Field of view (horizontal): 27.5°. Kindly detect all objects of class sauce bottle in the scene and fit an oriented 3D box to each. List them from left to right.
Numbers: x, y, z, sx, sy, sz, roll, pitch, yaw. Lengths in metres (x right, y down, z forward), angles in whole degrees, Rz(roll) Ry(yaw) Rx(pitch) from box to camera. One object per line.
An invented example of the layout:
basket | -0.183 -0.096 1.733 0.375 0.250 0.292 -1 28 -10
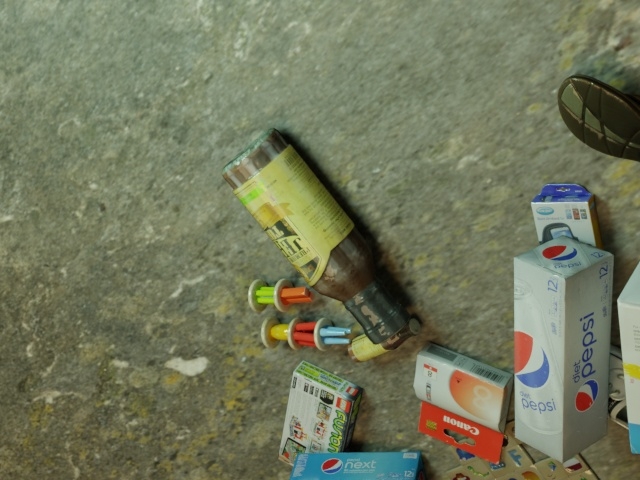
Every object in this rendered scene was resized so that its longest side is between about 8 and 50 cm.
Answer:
sauce bottle | 0.000 0.000 1.893 0.344 0.111 0.111 51 132 -6
sauce bottle | 0.097 0.150 1.978 0.128 0.042 0.042 -25 104 42

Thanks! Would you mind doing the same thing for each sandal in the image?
sandal | 0.392 -0.144 1.596 0.219 0.060 0.090 21 136 1

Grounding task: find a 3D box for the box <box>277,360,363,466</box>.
box | -0.002 0.303 2.145 0.114 0.036 0.207 24 129 16

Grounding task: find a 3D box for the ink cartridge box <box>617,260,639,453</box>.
ink cartridge box | 0.484 0.137 1.643 0.168 0.171 0.233 5 123 29

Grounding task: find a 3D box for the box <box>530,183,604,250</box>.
box | 0.330 -0.010 1.738 0.081 0.028 0.136 0 121 32

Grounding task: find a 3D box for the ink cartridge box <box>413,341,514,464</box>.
ink cartridge box | 0.208 0.255 1.972 0.145 0.045 0.179 20 124 24

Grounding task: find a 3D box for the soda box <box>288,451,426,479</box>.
soda box | 0.061 0.389 2.107 0.210 0.067 0.071 -3 124 17

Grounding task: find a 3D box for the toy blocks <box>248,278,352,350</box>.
toy blocks | -0.028 0.115 2.024 0.148 0.054 0.123 -1 119 32

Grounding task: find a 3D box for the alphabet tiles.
alphabet tiles | 0.312 0.369 2.014 0.237 0.009 0.198 -31 101 41

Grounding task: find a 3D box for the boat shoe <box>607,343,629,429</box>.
boat shoe | 0.416 0.210 1.798 0.226 0.076 0.083 28 130 13

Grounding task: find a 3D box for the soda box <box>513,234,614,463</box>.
soda box | 0.320 0.145 1.734 0.091 0.098 0.286 26 130 45
